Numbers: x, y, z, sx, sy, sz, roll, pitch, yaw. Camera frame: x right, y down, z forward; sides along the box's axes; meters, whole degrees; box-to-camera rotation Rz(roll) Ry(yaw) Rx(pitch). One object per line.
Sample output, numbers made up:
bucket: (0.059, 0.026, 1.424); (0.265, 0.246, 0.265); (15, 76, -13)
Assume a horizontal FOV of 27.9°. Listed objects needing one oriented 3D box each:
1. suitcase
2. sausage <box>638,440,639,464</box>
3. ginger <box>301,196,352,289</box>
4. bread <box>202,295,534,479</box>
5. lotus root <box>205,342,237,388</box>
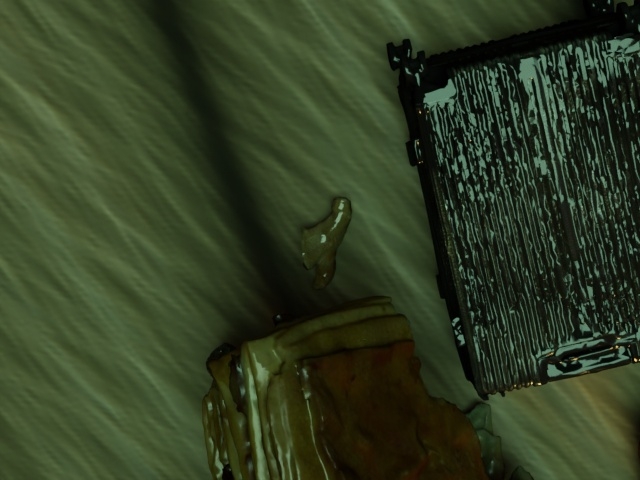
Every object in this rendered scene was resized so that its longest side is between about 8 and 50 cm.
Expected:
suitcase: (0.210, -0.042, 1.199); (0.230, 0.152, 0.335); (-13, 104, 2)
sausage: (0.387, 0.316, 1.300); (0.102, 0.102, 0.330); (-11, 101, 0)
ginger: (-0.001, 0.000, 1.256); (0.048, 0.030, 0.097); (8, 105, -32)
bread: (0.045, 0.219, 1.171); (0.192, 0.370, 0.314); (-21, 78, 38)
lotus root: (-0.059, 0.179, 1.260); (0.090, 0.077, 0.183); (-41, 109, -39)
